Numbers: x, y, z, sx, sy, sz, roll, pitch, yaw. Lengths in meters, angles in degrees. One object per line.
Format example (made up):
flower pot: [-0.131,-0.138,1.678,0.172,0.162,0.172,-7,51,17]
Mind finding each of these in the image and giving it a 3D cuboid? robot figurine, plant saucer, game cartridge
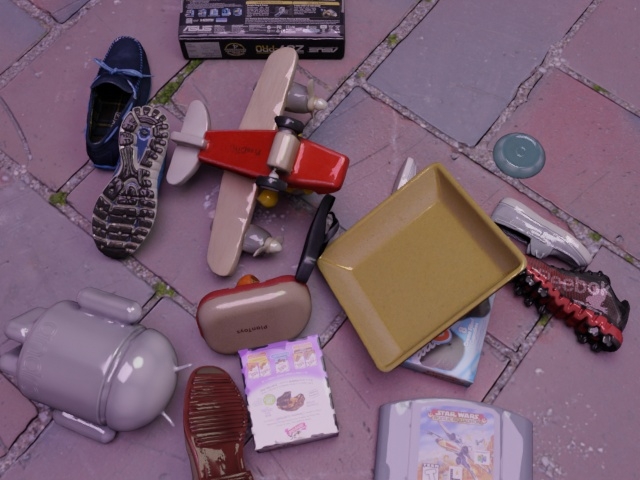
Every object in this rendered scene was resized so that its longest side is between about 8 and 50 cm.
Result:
robot figurine: [-0.423,0.239,1.343,0.353,0.200,0.300,17,108,8]
plant saucer: [0.453,-0.198,1.604,0.119,0.021,0.119,0,68,1]
plant saucer: [0.194,0.055,1.393,0.333,0.081,0.332,-39,47,8]
game cartridge: [0.254,0.402,1.350,0.297,0.062,0.198,5,72,3]

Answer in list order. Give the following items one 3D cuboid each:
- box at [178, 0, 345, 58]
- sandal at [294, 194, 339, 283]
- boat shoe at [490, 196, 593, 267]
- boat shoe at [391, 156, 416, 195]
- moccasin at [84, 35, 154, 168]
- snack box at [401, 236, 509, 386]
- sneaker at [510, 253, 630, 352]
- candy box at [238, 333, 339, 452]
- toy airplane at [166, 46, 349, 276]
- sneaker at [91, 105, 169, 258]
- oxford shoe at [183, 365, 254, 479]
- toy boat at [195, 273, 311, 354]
box: [-0.138,-0.598,1.732,0.395,0.097,0.318,-1,70,0]
sandal: [0.000,0.001,1.460,0.054,0.097,0.254,21,41,-4]
boat shoe: [0.461,0.000,1.502,0.227,0.079,0.081,37,82,19]
boat shoe: [0.191,-0.093,1.545,0.063,0.066,0.184,17,66,-8]
moccasin: [-0.458,-0.332,1.616,0.138,0.117,0.342,-1,68,0]
snack box: [0.258,0.119,1.458,0.187,0.060,0.322,16,69,9]
sneaker: [0.508,0.101,1.441,0.276,0.097,0.135,36,73,9]
candy box: [-0.063,0.299,1.384,0.165,0.070,0.196,-11,68,-4]
toy airplane: [-0.129,-0.163,1.495,0.386,0.272,0.384,-38,58,23]
sneaker: [-0.395,-0.118,1.533,0.130,0.147,0.330,18,88,-5]
oxford shoe: [-0.202,0.400,1.323,0.123,0.130,0.348,4,46,-20]
toy boat: [-0.135,0.126,1.434,0.231,0.151,0.151,-11,39,-4]
